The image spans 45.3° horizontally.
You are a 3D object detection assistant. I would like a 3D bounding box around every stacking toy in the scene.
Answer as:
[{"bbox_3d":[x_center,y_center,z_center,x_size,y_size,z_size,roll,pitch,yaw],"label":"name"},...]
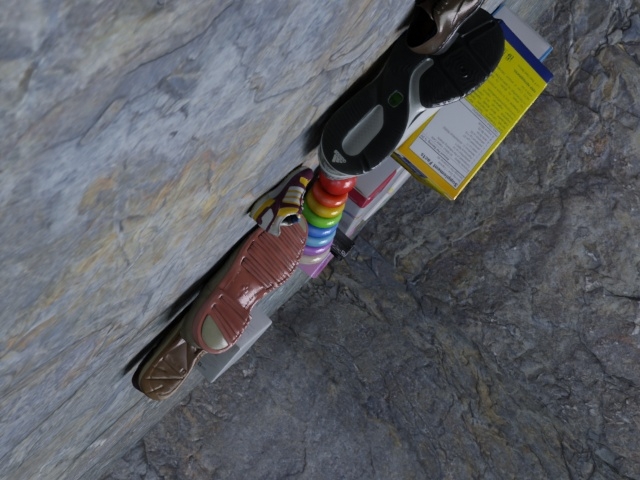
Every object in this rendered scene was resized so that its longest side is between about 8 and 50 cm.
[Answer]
[{"bbox_3d":[0.001,-0.085,1.886,0.141,0.141,0.330,-43,166,-39],"label":"stacking toy"}]

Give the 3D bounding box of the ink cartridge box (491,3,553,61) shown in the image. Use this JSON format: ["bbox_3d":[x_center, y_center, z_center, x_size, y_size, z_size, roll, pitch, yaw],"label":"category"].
[{"bbox_3d":[0.526,-0.528,2.297,0.198,0.197,0.270,-46,175,-3],"label":"ink cartridge box"}]

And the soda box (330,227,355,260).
[{"bbox_3d":[0.016,-0.022,2.133,0.060,0.169,0.053,-46,177,-14],"label":"soda box"}]

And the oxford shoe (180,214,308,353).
[{"bbox_3d":[-0.179,0.075,1.723,0.146,0.140,0.397,0,-137,52],"label":"oxford shoe"}]

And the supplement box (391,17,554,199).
[{"bbox_3d":[0.306,-0.304,1.728,0.356,0.194,0.195,-51,-154,3],"label":"supplement box"}]

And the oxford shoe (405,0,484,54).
[{"bbox_3d":[0.220,-0.414,1.315,0.096,0.083,0.227,-15,143,-44],"label":"oxford shoe"}]

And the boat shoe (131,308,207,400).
[{"bbox_3d":[-0.311,0.227,1.808,0.123,0.123,0.342,0,-136,54],"label":"boat shoe"}]

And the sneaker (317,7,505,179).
[{"bbox_3d":[0.155,-0.287,1.542,0.447,0.169,0.257,-41,-176,-10],"label":"sneaker"}]

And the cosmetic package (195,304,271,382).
[{"bbox_3d":[-0.256,0.239,1.998,0.151,0.151,0.184,-49,173,28],"label":"cosmetic package"}]

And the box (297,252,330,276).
[{"bbox_3d":[0.000,0.000,2.398,0.213,0.117,0.243,-51,175,-1],"label":"box"}]

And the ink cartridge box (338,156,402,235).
[{"bbox_3d":[0.123,-0.168,2.115,0.226,0.131,0.306,-46,176,-21],"label":"ink cartridge box"}]

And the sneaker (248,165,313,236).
[{"bbox_3d":[-0.061,-0.076,1.548,0.185,0.084,0.069,-43,174,-34],"label":"sneaker"}]

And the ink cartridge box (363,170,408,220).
[{"bbox_3d":[0.246,-0.248,2.579,0.353,0.119,0.207,-49,174,30],"label":"ink cartridge box"}]
